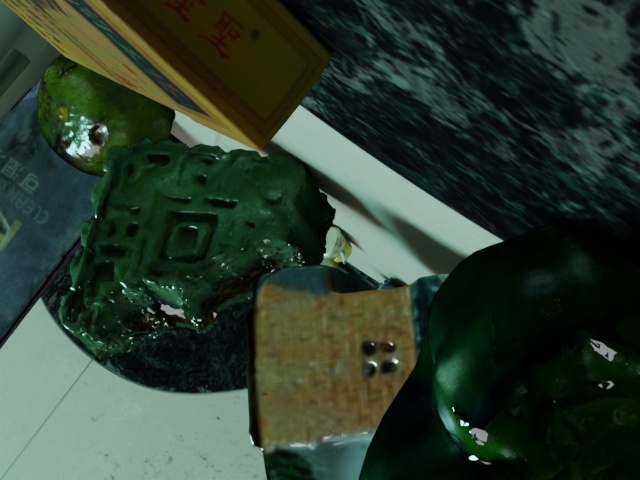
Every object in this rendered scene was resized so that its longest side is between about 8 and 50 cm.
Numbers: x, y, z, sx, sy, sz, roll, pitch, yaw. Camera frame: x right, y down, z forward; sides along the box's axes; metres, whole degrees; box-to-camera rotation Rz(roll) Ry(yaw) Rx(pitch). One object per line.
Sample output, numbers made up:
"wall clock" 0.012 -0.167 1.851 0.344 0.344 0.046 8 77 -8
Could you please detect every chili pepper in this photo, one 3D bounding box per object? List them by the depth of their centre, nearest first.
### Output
"chili pepper" 0.143 0.132 0.832 0.233 0.248 0.256 26 -174 -11

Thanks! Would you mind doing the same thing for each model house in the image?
"model house" 0.099 0.140 1.179 0.291 0.253 0.184 -11 161 28

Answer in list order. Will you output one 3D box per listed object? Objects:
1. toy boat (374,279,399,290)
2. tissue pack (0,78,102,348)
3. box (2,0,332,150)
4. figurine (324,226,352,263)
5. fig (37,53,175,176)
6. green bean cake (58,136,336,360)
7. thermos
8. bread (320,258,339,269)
"toy boat" 0.062 0.071 1.562 0.061 0.060 0.137 15 176 1
"tissue pack" -0.367 -0.059 1.597 0.259 0.361 0.122 38 174 0
"box" -0.136 -0.162 0.892 0.174 0.076 0.274 40 173 -38
"figurine" 0.000 0.000 1.501 0.083 0.047 0.051 22 -179 40
"fig" -0.186 -0.125 1.392 0.123 0.123 0.156 34 -149 27
"green bean cake" -0.105 0.013 1.286 0.208 0.193 0.107 7 155 16
"thermos" -0.322 -0.158 1.394 0.105 0.193 0.137 42 171 -31
"bread" -0.024 0.031 1.701 0.083 0.076 0.070 39 162 -13
